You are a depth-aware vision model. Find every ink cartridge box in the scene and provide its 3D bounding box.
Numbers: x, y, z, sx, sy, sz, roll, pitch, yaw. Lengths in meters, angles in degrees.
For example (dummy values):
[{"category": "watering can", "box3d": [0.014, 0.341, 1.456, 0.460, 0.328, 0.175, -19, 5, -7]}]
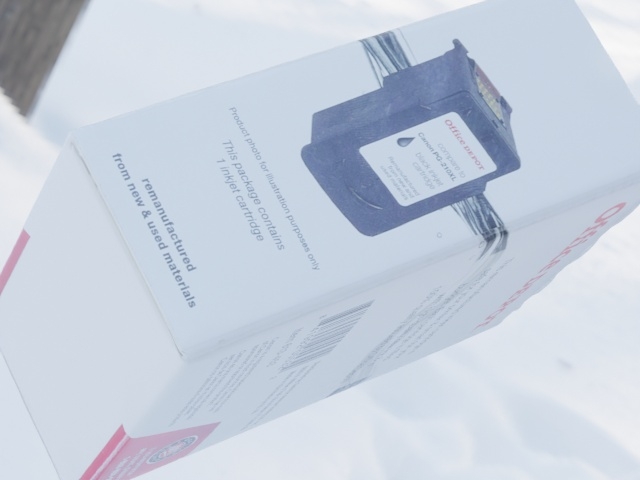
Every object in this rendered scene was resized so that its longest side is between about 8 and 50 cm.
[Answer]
[{"category": "ink cartridge box", "box3d": [0.000, 0.000, 0.745, 0.237, 0.172, 0.100, -20, 75, -29]}]
